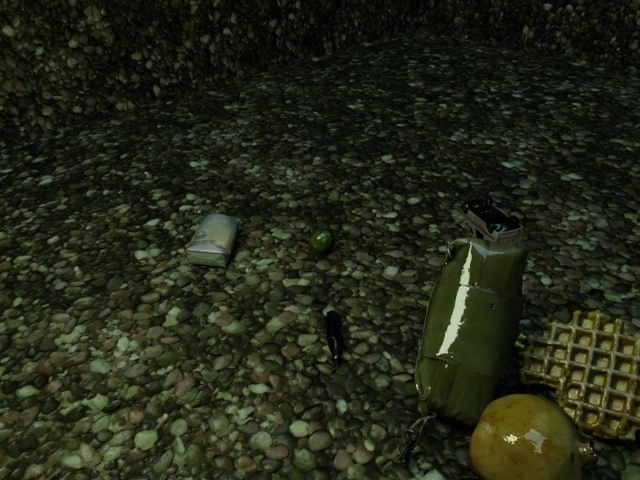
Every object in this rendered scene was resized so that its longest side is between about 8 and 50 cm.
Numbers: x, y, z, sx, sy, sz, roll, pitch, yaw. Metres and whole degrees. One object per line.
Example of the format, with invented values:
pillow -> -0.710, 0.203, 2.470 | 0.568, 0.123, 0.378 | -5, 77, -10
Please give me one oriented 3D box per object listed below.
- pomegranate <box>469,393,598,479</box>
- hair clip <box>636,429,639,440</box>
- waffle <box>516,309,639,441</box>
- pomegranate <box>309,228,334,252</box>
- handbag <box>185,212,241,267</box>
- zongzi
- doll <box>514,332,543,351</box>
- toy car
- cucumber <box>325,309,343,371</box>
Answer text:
pomegranate -> 0.353, 0.345, 0.894 | 0.196, 0.196, 0.196 | -2, 35, 1
hair clip -> 0.667, 0.275, 0.997 | 0.075, 0.146, 0.257 | 39, 62, -1
waffle -> 0.514, 0.259, 1.037 | 0.248, 0.056, 0.253 | -22, 53, 15
pomegranate -> 0.003, -0.003, 1.518 | 0.073, 0.073, 0.084 | -11, 20, -11
handbag -> -0.294, -0.002, 1.522 | 0.117, 0.095, 0.173 | 7, 43, 5
zongzi -> 0.279, 0.243, 1.138 | 0.181, 0.418, 0.448 | 17, 78, 8
doll -> 0.482, 0.239, 1.144 | 0.142, 0.058, 0.099 | 21, 64, 29
toy car -> 0.465, -0.037, 1.506 | 0.089, 0.108, 0.210 | -14, 32, -13
cucumber -> 0.031, 0.221, 1.216 | 0.043, 0.039, 0.163 | -22, 32, 9
